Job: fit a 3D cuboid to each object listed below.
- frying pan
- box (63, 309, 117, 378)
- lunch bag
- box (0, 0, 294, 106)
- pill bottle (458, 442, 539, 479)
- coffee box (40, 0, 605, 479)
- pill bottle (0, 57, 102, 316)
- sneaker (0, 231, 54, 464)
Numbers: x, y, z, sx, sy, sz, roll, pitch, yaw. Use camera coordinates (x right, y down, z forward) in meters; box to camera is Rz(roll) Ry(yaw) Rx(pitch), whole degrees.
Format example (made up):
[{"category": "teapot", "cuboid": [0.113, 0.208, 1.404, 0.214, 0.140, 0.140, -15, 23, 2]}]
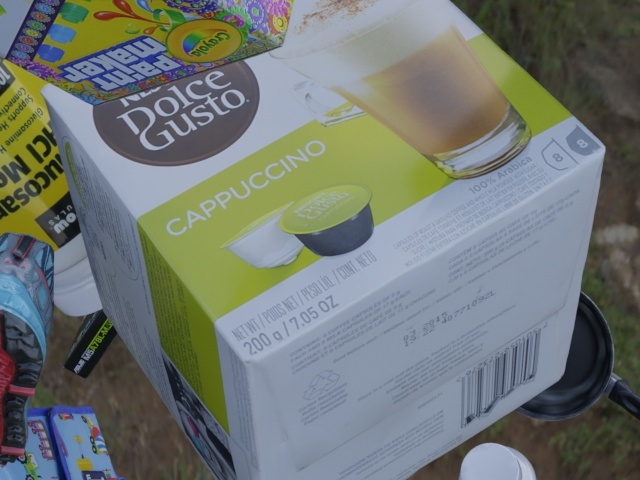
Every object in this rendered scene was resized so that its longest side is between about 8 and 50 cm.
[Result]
[{"category": "frying pan", "cuboid": [0.363, 0.153, 1.875, 0.326, 0.197, 0.053, 8, 11, 29]}, {"category": "box", "cuboid": [-0.279, 0.071, 1.949, 0.045, 0.191, 0.184, 29, 34, -14]}, {"category": "lunch bag", "cuboid": [-0.321, 0.316, 1.650, 0.138, 0.293, 0.221, -29, 77, 22]}, {"category": "box", "cuboid": [-0.145, -0.271, 0.745, 0.177, 0.279, 0.290, -9, 62, 45]}, {"category": "pill bottle", "cuboid": [0.250, 0.346, 1.942, 0.108, 0.193, 0.108, -7, 63, 14]}, {"category": "coffee box", "cuboid": [0.000, 0.000, 1.237, 0.337, 0.338, 0.334, -29, 57, -17]}, {"category": "pill bottle", "cuboid": [-0.322, -0.080, 1.492, 0.188, 0.334, 0.188, -26, 33, 18]}, {"category": "sneaker", "cuboid": [-0.262, 0.090, 1.138, 0.104, 0.262, 0.125, 23, 50, -13]}]
